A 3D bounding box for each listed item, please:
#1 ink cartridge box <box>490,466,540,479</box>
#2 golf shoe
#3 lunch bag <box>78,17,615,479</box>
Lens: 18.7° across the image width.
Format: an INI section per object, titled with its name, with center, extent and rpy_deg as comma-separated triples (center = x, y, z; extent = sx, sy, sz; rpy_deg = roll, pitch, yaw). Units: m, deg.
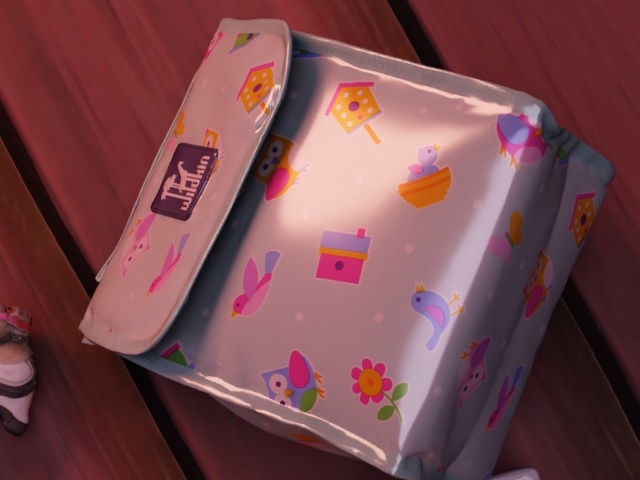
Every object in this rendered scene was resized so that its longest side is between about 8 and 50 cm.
[ink cartridge box]
center = 0.042, 0.291, 1.125
extent = 0.239, 0.060, 0.275
rpy_deg = -14, 83, -2
[golf shoe]
center = -0.262, 0.086, 1.151
extent = 0.186, 0.067, 0.086
rpy_deg = -5, 84, 0
[lunch bag]
center = 0.000, 0.000, 1.112
extent = 0.262, 0.160, 0.223
rpy_deg = 22, 87, 28
